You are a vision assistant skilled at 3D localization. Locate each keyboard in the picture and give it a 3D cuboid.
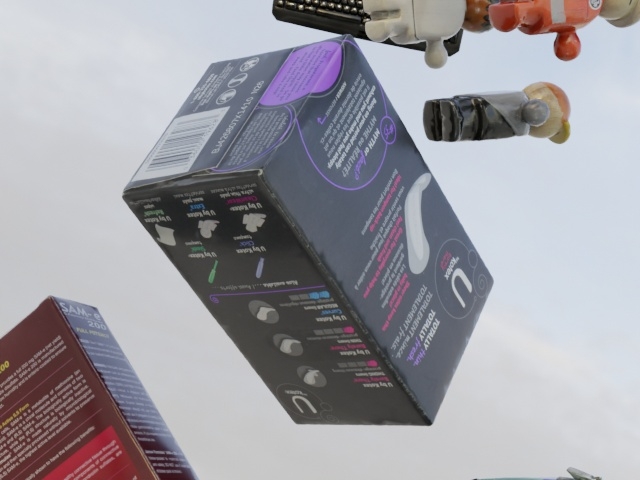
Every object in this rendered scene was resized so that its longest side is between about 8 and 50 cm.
[{"bbox_3d":[0.053,-0.249,1.299,0.192,0.100,0.038,12,-9,1],"label":"keyboard"}]

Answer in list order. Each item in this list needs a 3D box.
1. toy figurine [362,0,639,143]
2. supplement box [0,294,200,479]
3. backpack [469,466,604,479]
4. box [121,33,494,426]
[{"bbox_3d":[0.151,-0.197,1.077,0.148,0.213,0.209,-10,-37,-27],"label":"toy figurine"},{"bbox_3d":[-0.168,0.174,0.945,0.239,0.130,0.073,56,11,20],"label":"supplement box"},{"bbox_3d":[0.194,0.279,0.943,0.253,0.225,0.191,-4,-16,38],"label":"backpack"},{"bbox_3d":[0.000,0.000,1.031,0.143,0.165,0.270,-6,-50,38],"label":"box"}]
